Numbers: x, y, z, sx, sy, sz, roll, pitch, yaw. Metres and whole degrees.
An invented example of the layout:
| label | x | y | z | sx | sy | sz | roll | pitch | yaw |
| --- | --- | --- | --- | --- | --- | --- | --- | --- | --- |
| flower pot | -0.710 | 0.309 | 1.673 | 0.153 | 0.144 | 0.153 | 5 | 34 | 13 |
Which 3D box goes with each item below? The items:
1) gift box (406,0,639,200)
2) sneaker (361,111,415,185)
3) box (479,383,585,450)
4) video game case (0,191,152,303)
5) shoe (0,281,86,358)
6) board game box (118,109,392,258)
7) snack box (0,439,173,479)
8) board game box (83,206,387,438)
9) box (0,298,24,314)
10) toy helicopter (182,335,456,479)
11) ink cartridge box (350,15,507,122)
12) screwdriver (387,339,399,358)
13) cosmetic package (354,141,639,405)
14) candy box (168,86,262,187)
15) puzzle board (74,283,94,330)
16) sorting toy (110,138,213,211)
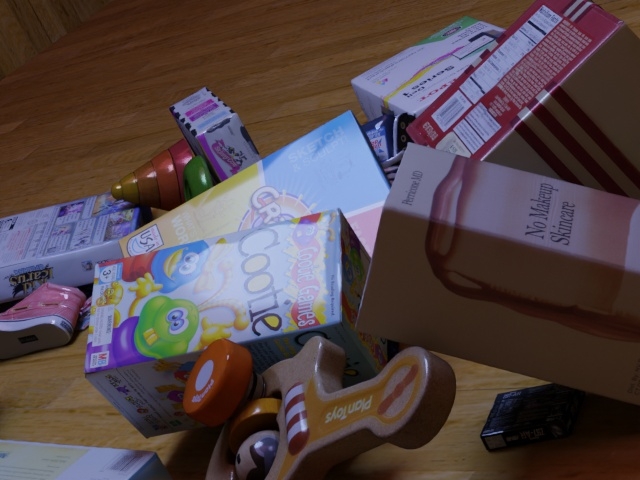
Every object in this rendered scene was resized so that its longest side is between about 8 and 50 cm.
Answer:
| label | x | y | z | sx | sy | sz | roll | pitch | yaw |
| --- | --- | --- | --- | --- | --- | --- | --- | --- | --- |
| gift box | 0.249 | -0.063 | 1.566 | 0.276 | 0.258 | 0.255 | -44 | 19 | 12 |
| sneaker | 0.078 | -0.050 | 1.874 | 0.099 | 0.153 | 0.282 | -18 | 22 | 23 |
| box | 0.191 | 0.156 | 1.427 | 0.083 | 0.018 | 0.067 | -15 | 23 | 29 |
| video game case | -0.380 | 0.006 | 2.369 | 0.244 | 0.061 | 0.269 | -14 | 18 | 2 |
| shoe | -0.408 | 0.111 | 2.208 | 0.178 | 0.063 | 0.081 | -10 | 39 | 27 |
| board game box | -0.052 | 0.024 | 1.793 | 0.316 | 0.064 | 0.242 | -29 | 52 | 6 |
| snack box | -0.317 | 0.293 | 1.668 | 0.322 | 0.060 | 0.187 | -4 | 30 | 47 |
| board game box | -0.083 | 0.088 | 1.632 | 0.275 | 0.144 | 0.142 | -12 | 52 | 17 |
| box | -0.544 | 0.153 | 2.317 | 0.233 | 0.044 | 0.159 | -39 | 24 | -30 |
| toy helicopter | -0.007 | 0.185 | 1.397 | 0.355 | 0.140 | 0.235 | -29 | 38 | 51 |
| ink cartridge box | 0.186 | -0.194 | 2.147 | 0.201 | 0.117 | 0.278 | -30 | 21 | -7 |
| screwdriver | 0.081 | 0.124 | 1.643 | 0.025 | 0.024 | 0.170 | 0 | 19 | -12 |
| cosmetic package | 0.194 | 0.030 | 1.360 | 0.296 | 0.129 | 0.153 | 13 | 29 | 4 |
| candy box | -0.139 | -0.125 | 2.324 | 0.071 | 0.159 | 0.233 | -31 | 20 | -6 |
| puzzle board | -0.327 | 0.090 | 2.250 | 0.096 | 0.011 | 0.128 | -7 | 28 | 43 |
| sorting toy | -0.219 | -0.053 | 2.250 | 0.126 | 0.127 | 0.365 | -11 | 16 | -12 |
